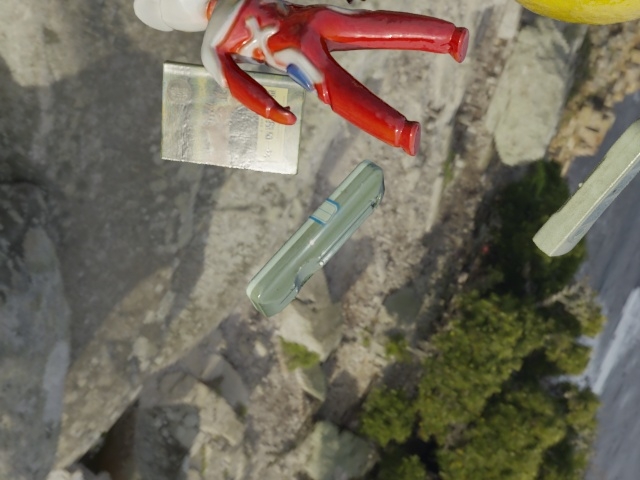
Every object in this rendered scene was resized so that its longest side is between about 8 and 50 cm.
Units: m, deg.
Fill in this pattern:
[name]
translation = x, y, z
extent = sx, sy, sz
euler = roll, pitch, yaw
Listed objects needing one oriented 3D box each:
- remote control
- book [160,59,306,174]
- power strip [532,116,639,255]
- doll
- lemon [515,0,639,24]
[remote control]
translation = 0.000, 0.000, 1.693
extent = 0.335, 0.065, 0.128
euler = -47, 163, -11
[book]
translation = -0.140, -0.194, 1.470
extent = 0.024, 0.228, 0.160
euler = -64, 161, -68
[power strip]
translation = 0.414, -0.081, 1.363
extent = 0.080, 0.048, 0.286
euler = -21, 151, -47
[doll]
translation = -0.043, -0.223, 1.004
extent = 0.188, 0.384, 0.099
euler = -60, 166, -18
[lemon]
translation = 0.408, -0.452, 1.357
extent = 0.285, 0.316, 0.285
euler = 18, 65, -44
